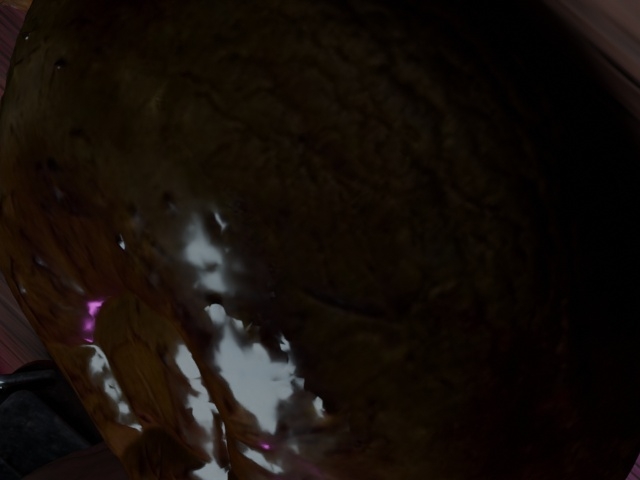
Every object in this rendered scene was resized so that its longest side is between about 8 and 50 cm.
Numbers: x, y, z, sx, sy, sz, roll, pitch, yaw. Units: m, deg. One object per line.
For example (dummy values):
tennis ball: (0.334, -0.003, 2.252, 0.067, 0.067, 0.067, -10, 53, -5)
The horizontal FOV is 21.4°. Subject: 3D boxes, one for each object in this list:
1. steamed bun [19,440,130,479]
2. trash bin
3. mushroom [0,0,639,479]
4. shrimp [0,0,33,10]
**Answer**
steamed bun: (-0.078, 0.223, 0.877, 0.275, 0.206, 0.320, 31, 128, -24)
trash bin: (-0.172, 0.215, 1.099, 0.161, 0.184, 0.239, 36, 161, 26)
mushroom: (-0.010, 0.009, 0.500, 0.231, 0.138, 0.194, 45, 157, 5)
shrimp: (-0.116, -0.115, 0.643, 0.108, 0.023, 0.059, 10, 128, 57)
